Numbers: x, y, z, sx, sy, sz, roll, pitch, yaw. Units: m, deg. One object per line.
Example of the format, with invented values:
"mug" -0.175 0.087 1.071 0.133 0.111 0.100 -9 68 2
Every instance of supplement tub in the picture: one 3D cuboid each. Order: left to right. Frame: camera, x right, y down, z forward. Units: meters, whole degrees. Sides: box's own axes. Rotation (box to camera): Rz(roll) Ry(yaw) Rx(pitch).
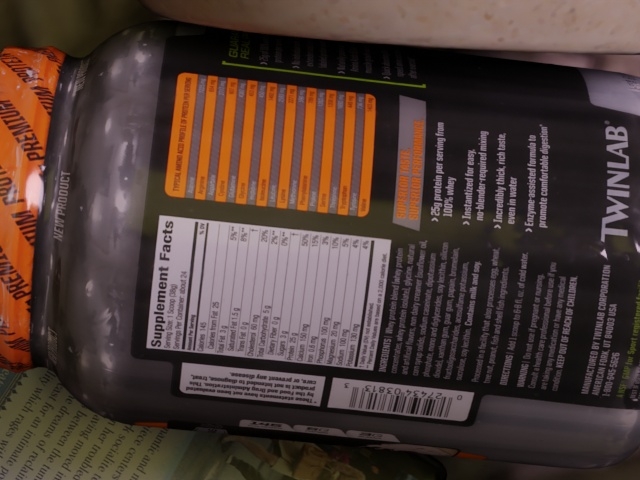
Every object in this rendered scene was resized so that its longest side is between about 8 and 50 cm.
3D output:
"supplement tub" 0.000 0.000 0.500 0.190 0.117 0.117 7 78 -3

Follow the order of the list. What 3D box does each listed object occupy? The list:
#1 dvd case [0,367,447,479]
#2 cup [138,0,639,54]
"dvd case" -0.112 0.084 0.551 0.253 0.022 0.180 31 81 10
"cup" 0.038 -0.176 0.471 0.331 0.331 0.237 5 101 5
